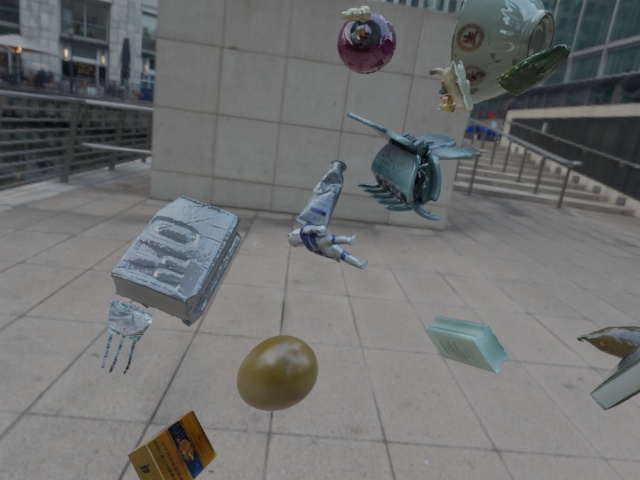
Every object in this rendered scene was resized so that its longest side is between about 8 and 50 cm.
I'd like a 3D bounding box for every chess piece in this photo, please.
[{"bbox_3d":[0.080,-0.536,1.056,0.035,0.035,0.092,18,34,36],"label":"chess piece"}]

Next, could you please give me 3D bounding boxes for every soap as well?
[{"bbox_3d":[0.379,0.268,1.169,0.067,0.119,0.198,-40,12,-19],"label":"soap"},{"bbox_3d":[-0.548,0.061,1.748,0.351,0.212,0.434,21,58,6],"label":"soap"}]

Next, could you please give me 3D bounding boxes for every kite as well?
[{"bbox_3d":[-0.525,0.258,1.204,0.127,0.016,0.229,25,33,-27],"label":"kite"}]

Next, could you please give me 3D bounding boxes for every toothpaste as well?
[{"bbox_3d":[0.015,-0.141,1.394,0.096,0.061,0.266,21,59,3],"label":"toothpaste"}]

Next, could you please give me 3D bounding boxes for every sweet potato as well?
[{"bbox_3d":[0.668,0.217,0.918,0.270,0.074,0.075,11,14,-10],"label":"sweet potato"}]

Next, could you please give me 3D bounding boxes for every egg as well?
[{"bbox_3d":[-0.158,0.480,1.599,0.250,0.323,0.250,45,22,-24],"label":"egg"}]

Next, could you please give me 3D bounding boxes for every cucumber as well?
[{"bbox_3d":[0.365,-0.284,0.748,0.067,0.035,0.107,3,-19,-37],"label":"cucumber"}]

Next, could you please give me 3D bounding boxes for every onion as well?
[{"bbox_3d":[0.136,-0.584,1.313,0.178,0.153,0.177,1,59,-1],"label":"onion"}]

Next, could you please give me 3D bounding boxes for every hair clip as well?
[{"bbox_3d":[0.274,-0.227,1.406,0.393,0.238,0.318,7,22,-22],"label":"hair clip"}]

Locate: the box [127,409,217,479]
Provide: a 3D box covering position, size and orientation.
[{"bbox_3d":[-0.384,0.571,1.183,0.070,0.152,0.237,-32,-7,8],"label":"box"}]

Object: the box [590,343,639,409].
[{"bbox_3d":[0.463,0.175,0.635,0.178,0.115,0.036,-5,49,-45],"label":"box"}]

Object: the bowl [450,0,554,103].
[{"bbox_3d":[0.501,-0.519,1.165,0.337,0.336,0.158,-7,26,-45],"label":"bowl"}]

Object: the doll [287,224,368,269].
[{"bbox_3d":[0.000,0.000,1.009,0.228,0.114,0.057,12,58,40],"label":"doll"}]

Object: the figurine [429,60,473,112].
[{"bbox_3d":[0.203,-0.233,0.691,0.047,0.083,0.051,-19,6,-42],"label":"figurine"}]
